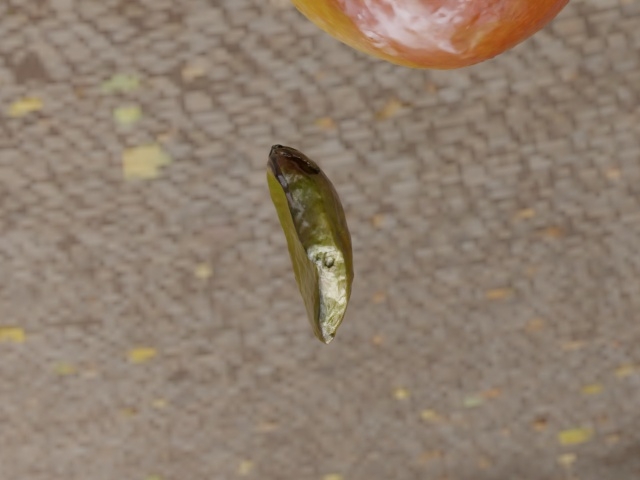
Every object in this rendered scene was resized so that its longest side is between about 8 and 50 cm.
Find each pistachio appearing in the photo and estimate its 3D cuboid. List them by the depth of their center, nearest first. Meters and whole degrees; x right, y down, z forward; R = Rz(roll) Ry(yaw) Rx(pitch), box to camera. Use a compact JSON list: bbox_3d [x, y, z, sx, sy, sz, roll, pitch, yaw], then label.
[{"bbox_3d":[0.000,0.000,1.538,0.049,0.173,0.089,-18,-166,-11],"label":"pistachio"}]

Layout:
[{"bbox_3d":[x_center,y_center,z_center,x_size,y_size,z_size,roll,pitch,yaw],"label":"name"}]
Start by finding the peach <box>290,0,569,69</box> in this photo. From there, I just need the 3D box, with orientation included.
[{"bbox_3d":[0.070,-0.297,1.322,0.290,0.373,0.372,-32,149,21],"label":"peach"}]
